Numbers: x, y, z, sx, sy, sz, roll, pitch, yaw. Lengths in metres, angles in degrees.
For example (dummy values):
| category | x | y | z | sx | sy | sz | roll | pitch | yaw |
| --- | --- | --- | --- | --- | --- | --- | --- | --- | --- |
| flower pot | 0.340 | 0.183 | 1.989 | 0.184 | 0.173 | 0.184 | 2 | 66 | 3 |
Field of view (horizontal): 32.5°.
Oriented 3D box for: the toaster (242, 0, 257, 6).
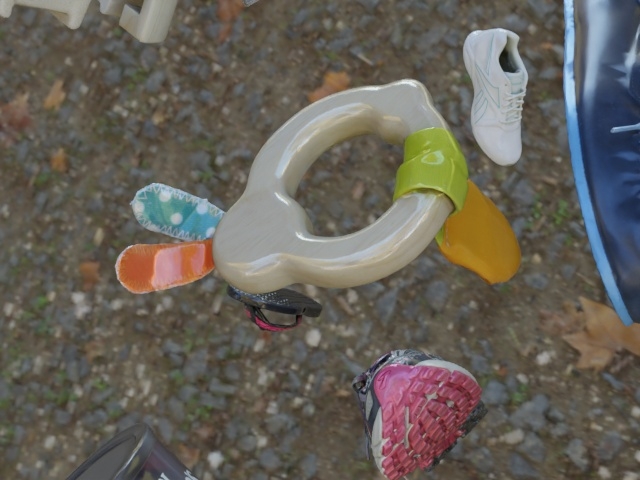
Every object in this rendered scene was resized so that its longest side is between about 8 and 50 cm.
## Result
| category | x | y | z | sx | sy | sz | roll | pitch | yaw |
| --- | --- | --- | --- | --- | --- | --- | --- | --- | --- |
| toaster | -0.007 | -0.293 | 0.933 | 0.186 | 0.110 | 0.168 | -17 | 16 | 45 |

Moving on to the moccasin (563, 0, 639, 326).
| category | x | y | z | sx | sy | sz | roll | pitch | yaw |
| --- | --- | --- | --- | --- | --- | --- | --- | --- | --- |
| moccasin | 0.249 | -0.099 | 0.824 | 0.117 | 0.137 | 0.342 | -10 | 55 | 21 |

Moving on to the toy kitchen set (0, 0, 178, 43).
| category | x | y | z | sx | sy | sz | roll | pitch | yaw |
| --- | --- | --- | --- | --- | --- | --- | --- | --- | --- |
| toy kitchen set | -0.210 | -0.258 | 0.872 | 0.207 | 0.166 | 0.122 | 40 | 117 | 41 |

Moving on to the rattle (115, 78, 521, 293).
| category | x | y | z | sx | sy | sz | roll | pitch | yaw |
| --- | --- | --- | --- | --- | --- | --- | --- | --- | --- |
| rattle | 0.000 | 0.000 | 0.651 | 0.200 | 0.143 | 0.130 | -31 | 68 | 10 |

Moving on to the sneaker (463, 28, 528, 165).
| category | x | y | z | sx | sy | sz | roll | pitch | yaw |
| --- | --- | --- | --- | --- | --- | --- | --- | --- | --- |
| sneaker | 0.195 | -0.155 | 1.186 | 0.061 | 0.054 | 0.152 | -1 | 103 | 58 |

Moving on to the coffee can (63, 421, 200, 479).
| category | x | y | z | sx | sy | sz | roll | pitch | yaw |
| --- | --- | --- | --- | --- | --- | --- | --- | --- | --- |
| coffee can | -0.150 | 0.347 | 1.082 | 0.201 | 0.275 | 0.201 | -41 | 10 | 9 |

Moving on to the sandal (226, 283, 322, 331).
| category | x | y | z | sx | sy | sz | roll | pitch | yaw |
| --- | --- | --- | --- | --- | --- | --- | --- | --- | --- |
| sandal | -0.045 | 0.071 | 1.113 | 0.067 | 0.179 | 0.040 | 29 | 93 | 20 |

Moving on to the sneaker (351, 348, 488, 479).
| category | x | y | z | sx | sy | sz | roll | pitch | yaw |
| --- | --- | --- | --- | --- | --- | --- | --- | --- | --- |
| sneaker | 0.079 | 0.156 | 1.053 | 0.121 | 0.299 | 0.112 | -45 | 73 | -4 |
